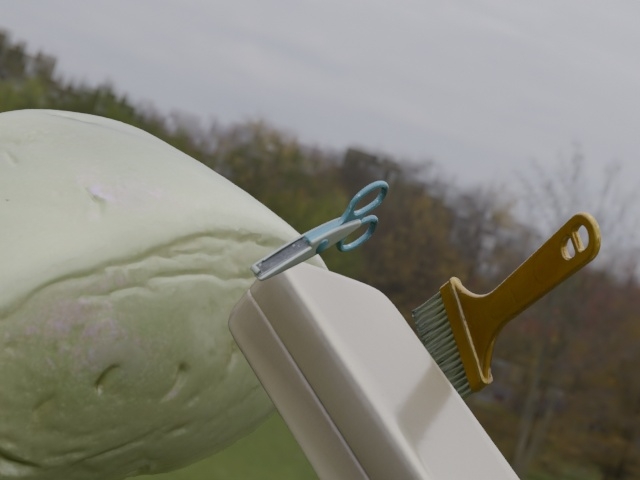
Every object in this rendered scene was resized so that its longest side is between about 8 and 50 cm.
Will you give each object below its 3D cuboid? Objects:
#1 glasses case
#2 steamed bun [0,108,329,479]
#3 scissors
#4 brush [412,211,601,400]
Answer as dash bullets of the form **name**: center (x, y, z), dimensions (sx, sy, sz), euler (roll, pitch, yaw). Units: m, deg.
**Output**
- **glasses case**: center (0.058, 0.154, 1.332), dimensions (0.144, 0.076, 0.336), euler (20, 26, -43)
- **steamed bun**: center (-0.248, 0.051, 1.644), dimensions (0.456, 0.290, 0.371), euler (-22, 29, -27)
- **scissors**: center (0.000, 0.000, 1.154), dimensions (0.119, 0.058, 0.014), euler (-29, 58, -37)
- **brush**: center (0.158, 0.049, 1.501), dimensions (0.013, 0.103, 0.272), euler (-4, -25, -31)
